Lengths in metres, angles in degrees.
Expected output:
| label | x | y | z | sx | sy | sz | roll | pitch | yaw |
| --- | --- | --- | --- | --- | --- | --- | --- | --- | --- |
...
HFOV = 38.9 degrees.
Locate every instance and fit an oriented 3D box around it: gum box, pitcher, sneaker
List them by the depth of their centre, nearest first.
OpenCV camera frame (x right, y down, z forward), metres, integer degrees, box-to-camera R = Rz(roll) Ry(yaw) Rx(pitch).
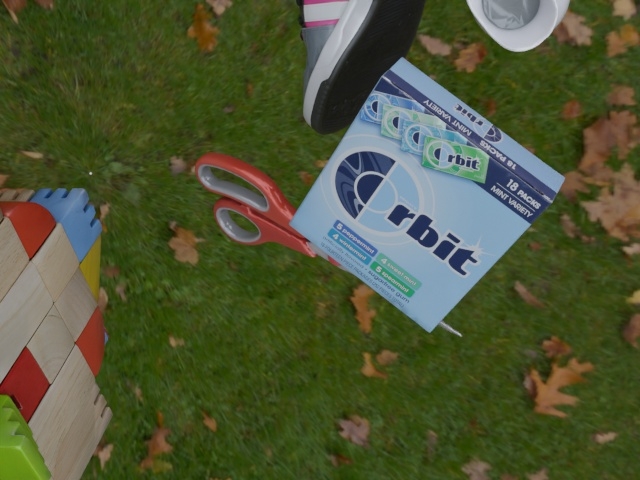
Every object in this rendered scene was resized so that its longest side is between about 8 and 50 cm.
| label | x | y | z | sx | sy | sz | roll | pitch | yaw |
| --- | --- | --- | --- | --- | --- | --- | --- | --- | --- |
| gum box | 0.078 | -0.030 | 0.737 | 0.157 | 0.184 | 0.041 | 37 | 45 | 4 |
| sneaker | 0.003 | -0.260 | 0.851 | 0.123 | 0.178 | 0.295 | -21 | 144 | -41 |
| pitcher | 0.225 | -0.322 | 1.125 | 0.178 | 0.207 | 0.125 | 44 | 117 | 0 |

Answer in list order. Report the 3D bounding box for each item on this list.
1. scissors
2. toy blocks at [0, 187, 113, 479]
| label | x | y | z | sx | sy | sz | roll | pitch | yaw |
| --- | --- | --- | --- | --- | --- | --- | --- | --- | --- |
| scissors | 0.000 | 0.000 | 0.839 | 0.021 | 0.297 | 0.109 | -43 | 144 | -34 |
| toy blocks | -0.270 | 0.061 | 0.757 | 0.190 | 0.261 | 0.381 | 0 | 131 | 18 |
